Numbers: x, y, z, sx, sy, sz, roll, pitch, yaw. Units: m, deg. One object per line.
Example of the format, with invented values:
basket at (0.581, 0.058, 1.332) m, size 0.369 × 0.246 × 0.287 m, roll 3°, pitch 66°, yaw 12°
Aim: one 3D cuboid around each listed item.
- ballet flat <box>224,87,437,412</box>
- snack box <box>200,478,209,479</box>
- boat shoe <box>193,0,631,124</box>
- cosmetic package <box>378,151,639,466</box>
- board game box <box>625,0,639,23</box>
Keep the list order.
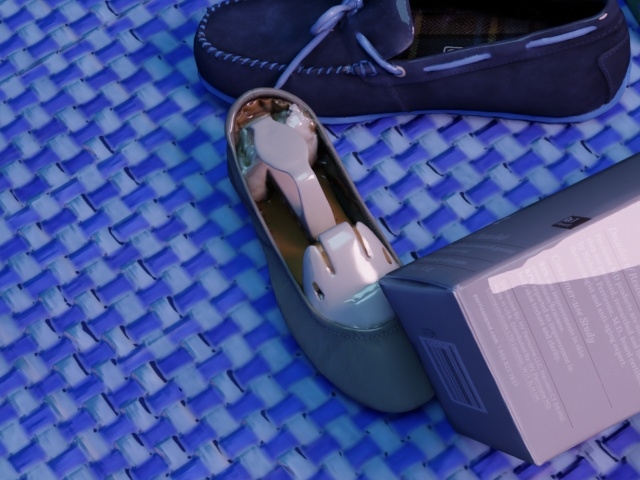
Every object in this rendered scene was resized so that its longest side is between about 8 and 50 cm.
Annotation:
ballet flat at (0.000, 0.000, 0.953) m, size 0.072 × 0.068 × 0.213 m, roll -23°, pitch 55°, yaw -10°
snack box at (-0.008, 0.271, 0.762) m, size 0.187 × 0.060 × 0.322 m, roll 9°, pitch 56°, yaw 13°
boat shoe at (0.052, -0.131, 1.029) m, size 0.258 × 0.089 × 0.109 m, roll -2°, pitch 54°, yaw 5°
cosmetic package at (0.167, 0.012, 0.875) m, size 0.238 × 0.127 × 0.107 m, roll -29°, pitch 97°, yaw -13°
board game box at (0.249, -0.277, 1.142) m, size 0.214 × 0.046 × 0.317 m, roll -18°, pitch 54°, yaw -8°
